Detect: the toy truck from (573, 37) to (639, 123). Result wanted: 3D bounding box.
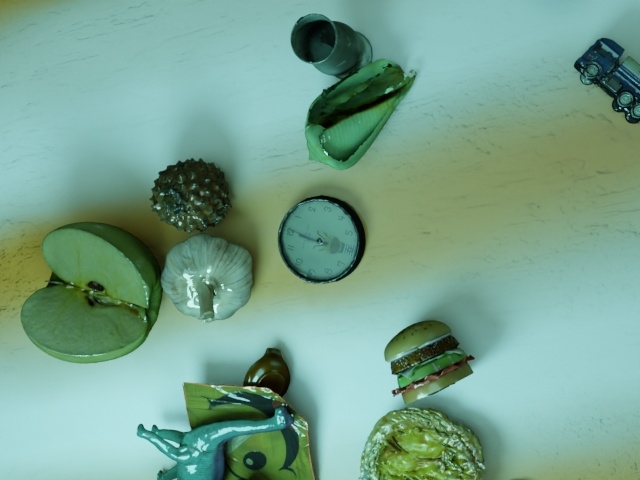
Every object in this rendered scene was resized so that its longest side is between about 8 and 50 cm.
[{"bbox_3d":[0.552,-0.276,1.468,0.202,0.074,0.088,43,101,9],"label":"toy truck"}]

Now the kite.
[{"bbox_3d":[-0.161,0.434,1.753,0.377,0.013,0.327,43,120,-6],"label":"kite"}]

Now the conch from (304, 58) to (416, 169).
[{"bbox_3d":[0.061,-0.252,1.587,0.143,0.137,0.250,34,109,-7],"label":"conch"}]

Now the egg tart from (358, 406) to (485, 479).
[{"bbox_3d":[0.203,0.443,1.638,0.252,0.098,0.232,-7,87,14],"label":"egg tart"}]

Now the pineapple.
[{"bbox_3d":[-0.270,-0.088,1.683,0.166,0.193,0.166,4,104,18],"label":"pineapple"}]

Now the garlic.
[{"bbox_3d":[-0.236,0.107,1.668,0.199,0.226,0.199,0,119,0],"label":"garlic"}]

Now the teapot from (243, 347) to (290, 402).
[{"bbox_3d":[-0.115,0.288,1.734,0.098,0.078,0.129,8,111,-25],"label":"teapot"}]

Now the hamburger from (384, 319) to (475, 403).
[{"bbox_3d":[0.202,0.225,1.582,0.175,0.175,0.137,-26,81,18],"label":"hamburger"}]

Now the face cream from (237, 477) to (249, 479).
[{"bbox_3d":[-0.173,0.652,1.692,0.225,0.249,0.249,46,106,11],"label":"face cream"}]

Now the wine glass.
[{"bbox_3d":[0.022,-0.363,1.545,0.103,0.231,0.103,1,94,17],"label":"wine glass"}]

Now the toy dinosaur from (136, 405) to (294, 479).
[{"bbox_3d":[-0.214,0.494,1.750,0.331,0.129,0.383,4,119,9],"label":"toy dinosaur"}]

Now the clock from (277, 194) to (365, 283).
[{"bbox_3d":[0.000,0.000,1.685,0.184,0.040,0.184,2,96,17],"label":"clock"}]

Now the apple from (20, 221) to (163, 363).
[{"bbox_3d":[-0.468,0.112,1.744,0.258,0.233,0.295,15,90,4],"label":"apple"}]
